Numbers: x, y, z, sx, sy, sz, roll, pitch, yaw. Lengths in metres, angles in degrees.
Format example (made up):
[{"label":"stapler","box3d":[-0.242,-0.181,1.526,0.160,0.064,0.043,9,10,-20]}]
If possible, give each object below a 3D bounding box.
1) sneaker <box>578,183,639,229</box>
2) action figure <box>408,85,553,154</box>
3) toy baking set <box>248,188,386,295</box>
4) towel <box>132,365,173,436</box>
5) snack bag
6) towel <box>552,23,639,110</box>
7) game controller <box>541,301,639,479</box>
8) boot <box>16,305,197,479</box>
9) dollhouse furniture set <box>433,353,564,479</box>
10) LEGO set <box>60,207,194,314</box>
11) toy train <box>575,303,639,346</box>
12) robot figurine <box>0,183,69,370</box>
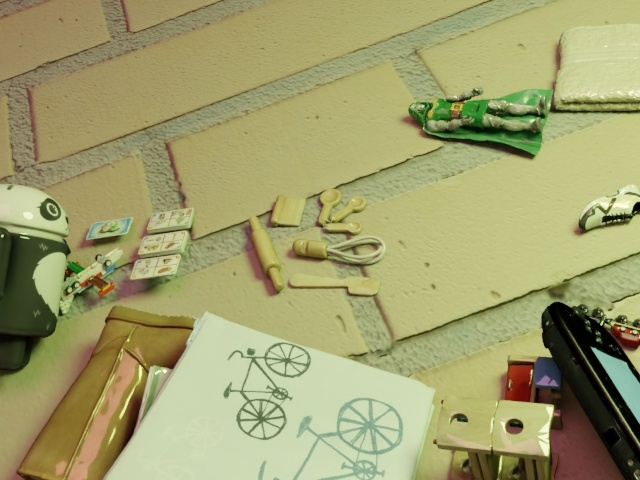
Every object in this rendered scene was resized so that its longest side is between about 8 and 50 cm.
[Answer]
[{"label":"sneaker","box3d":[0.424,-0.043,1.303,0.109,0.040,0.044,-28,49,-7]},{"label":"action figure","box3d":[0.255,-0.209,1.492,0.232,0.063,0.137,5,55,26]},{"label":"toy baking set","box3d":[-0.007,0.001,1.404,0.196,0.030,0.256,-19,47,0]},{"label":"towel","box3d":[-0.165,0.234,1.194,0.152,0.023,0.113,12,73,-3]},{"label":"snack bag","box3d":[-0.051,0.243,1.082,0.342,0.037,0.323,18,39,7]},{"label":"towel","box3d":[0.530,-0.285,1.478,0.282,0.049,0.187,2,50,19]},{"label":"game controller","box3d":[0.361,0.206,1.020,0.067,0.166,0.319,-49,45,29]},{"label":"boot","box3d":[-0.256,0.234,1.247,0.236,0.089,0.269,6,55,25]},{"label":"dollhouse furniture set","box3d":[0.222,0.200,1.089,0.129,0.129,0.184,2,51,20]},{"label":"LEGO set","box3d":[-0.333,0.030,1.487,0.244,0.060,0.182,-8,36,9]},{"label":"toy train","box3d":[0.404,0.120,1.174,0.158,0.027,0.036,15,59,28]},{"label":"robot figurine","box3d":[-0.474,0.053,1.366,0.209,0.173,0.278,1,81,43]}]
